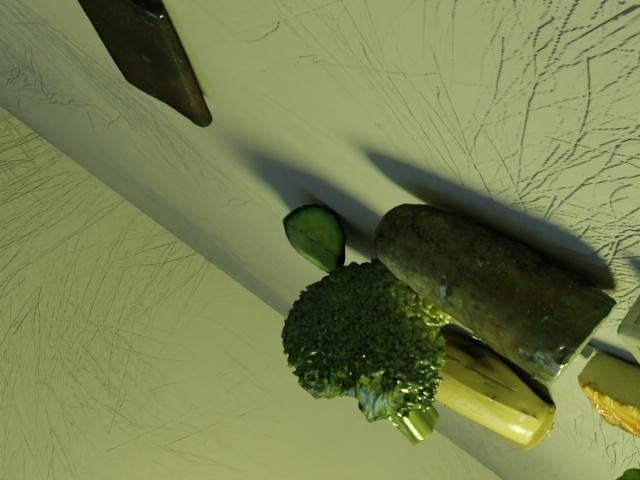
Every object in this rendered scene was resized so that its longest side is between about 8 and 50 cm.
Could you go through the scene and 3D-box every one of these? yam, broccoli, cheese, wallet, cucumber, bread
[{"bbox_3d":[0.196,0.053,1.343,0.330,0.133,0.133,32,169,34],"label":"yam"},{"bbox_3d":[0.108,0.158,1.753,0.302,0.249,0.375,31,-179,-20],"label":"broccoli"},{"bbox_3d":[0.273,0.264,2.033,0.315,0.128,0.259,34,171,17],"label":"cheese"},{"bbox_3d":[-0.244,-0.273,1.553,0.170,0.044,0.321,32,165,17],"label":"wallet"},{"bbox_3d":[0.000,0.000,1.906,0.115,0.063,0.244,34,169,6],"label":"cucumber"},{"bbox_3d":[0.440,0.223,1.483,0.125,0.068,0.188,43,167,-33],"label":"bread"}]

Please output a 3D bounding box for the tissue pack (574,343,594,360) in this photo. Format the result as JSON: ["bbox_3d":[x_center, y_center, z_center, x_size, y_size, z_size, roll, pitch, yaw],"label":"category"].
[{"bbox_3d":[0.343,0.149,1.586,0.056,0.023,0.108,36,170,0],"label":"tissue pack"}]

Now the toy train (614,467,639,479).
[{"bbox_3d":[0.513,0.365,1.507,0.159,0.188,0.271,63,170,-1],"label":"toy train"}]

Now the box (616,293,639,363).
[{"bbox_3d":[0.445,0.147,1.133,0.259,0.071,0.168,25,165,48],"label":"box"}]
